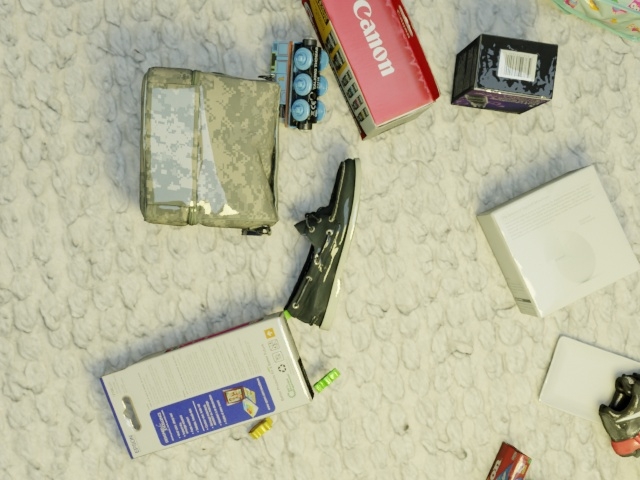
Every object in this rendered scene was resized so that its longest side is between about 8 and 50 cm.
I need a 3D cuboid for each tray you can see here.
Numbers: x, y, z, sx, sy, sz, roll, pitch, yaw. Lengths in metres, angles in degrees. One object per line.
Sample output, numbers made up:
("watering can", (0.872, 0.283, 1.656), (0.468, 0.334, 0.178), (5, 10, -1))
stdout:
("tray", (0.584, 0.301, 1.981), (0.270, 0.030, 0.145), (20, 88, -4))

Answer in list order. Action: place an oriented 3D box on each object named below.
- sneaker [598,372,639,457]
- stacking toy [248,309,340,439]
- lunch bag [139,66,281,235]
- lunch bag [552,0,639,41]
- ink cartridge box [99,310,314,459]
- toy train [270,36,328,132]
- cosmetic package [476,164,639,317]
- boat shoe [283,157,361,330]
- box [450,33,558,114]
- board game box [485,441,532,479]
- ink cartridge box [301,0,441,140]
("sneaker", (0.660, 0.297, 1.923), (0.276, 0.097, 0.135), (-39, 95, -3))
("stacking toy", (-0.097, 0.259, 1.894), (0.221, 0.052, 0.167), (-39, 93, 9))
("lunch bag", (-0.201, -0.164, 1.830), (0.256, 0.212, 0.305), (2, 90, -4))
("lunch bag", (0.580, -0.543, 1.932), (0.262, 0.160, 0.223), (17, 88, -10))
("ink cartridge box", (-0.214, 0.274, 1.847), (0.371, 0.069, 0.175), (-19, 97, 6))
("toy train", (-0.044, -0.303, 1.903), (0.105, 0.080, 0.184), (9, 100, 36))
("cosmetic package", (0.462, 0.001, 1.921), (0.224, 0.138, 0.224), (-25, 92, -5))
("boat shoe", (0.000, 0.000, 1.888), (0.113, 0.127, 0.340), (11, 102, -4))
("box", (0.349, -0.316, 1.882), (0.153, 0.207, 0.108), (7, 89, -4))
("board game box", (0.325, 0.535, 1.897), (0.027, 0.145, 0.281), (24, 87, -2))
("ink cartridge box", (0.089, -0.365, 1.829), (0.130, 0.272, 0.309), (-24, 91, -5))
